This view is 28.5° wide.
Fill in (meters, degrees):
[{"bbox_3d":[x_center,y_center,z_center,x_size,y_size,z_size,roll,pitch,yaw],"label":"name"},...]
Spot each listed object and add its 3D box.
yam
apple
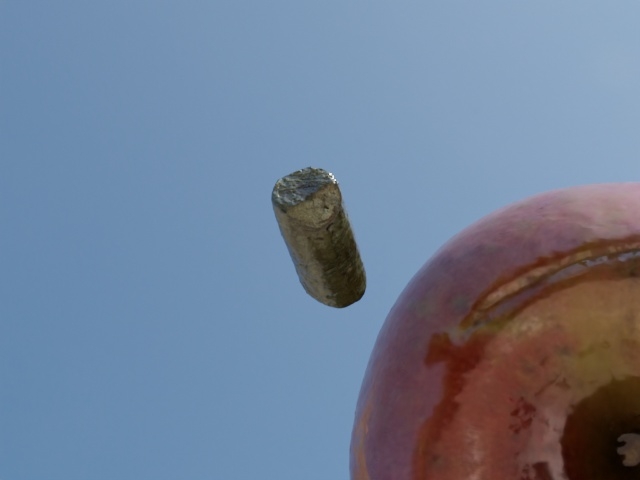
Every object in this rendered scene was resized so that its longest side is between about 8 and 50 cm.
[{"bbox_3d":[0.000,0.000,0.724,0.043,0.043,0.094,-23,-36,-4],"label":"yam"},{"bbox_3d":[0.201,0.139,0.851,0.364,0.364,0.364,-8,-58,-14],"label":"apple"}]
